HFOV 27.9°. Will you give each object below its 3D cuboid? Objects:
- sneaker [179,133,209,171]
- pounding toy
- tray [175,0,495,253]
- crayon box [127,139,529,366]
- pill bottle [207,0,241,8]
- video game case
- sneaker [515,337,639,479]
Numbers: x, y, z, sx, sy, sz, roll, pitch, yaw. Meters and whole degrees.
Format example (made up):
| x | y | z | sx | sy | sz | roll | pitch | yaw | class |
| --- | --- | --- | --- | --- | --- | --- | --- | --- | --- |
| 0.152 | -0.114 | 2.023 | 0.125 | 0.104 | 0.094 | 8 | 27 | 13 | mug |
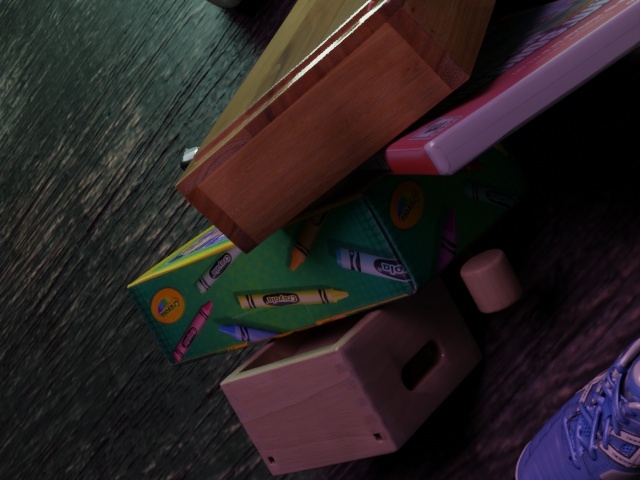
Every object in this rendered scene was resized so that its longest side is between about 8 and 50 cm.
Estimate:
| x | y | z | sx | sy | sz | roll | pitch | yaw | class |
| --- | --- | --- | --- | --- | --- | --- | --- | --- | --- |
| -0.022 | -0.112 | 1.158 | 0.228 | 0.086 | 0.132 | -1 | 65 | 40 | sneaker |
| 0.068 | 0.076 | 0.920 | 0.206 | 0.094 | 0.181 | -21 | 12 | 43 | pounding toy |
| 0.044 | -0.175 | 0.950 | 0.203 | 0.076 | 0.411 | -38 | 17 | 33 | tray |
| 0.000 | 0.000 | 0.985 | 0.278 | 0.081 | 0.165 | -20 | 12 | 45 | crayon box |
| -0.086 | -0.392 | 1.309 | 0.278 | 0.162 | 0.162 | -58 | 38 | 11 | pill bottle |
| 0.109 | -0.107 | 0.865 | 0.204 | 0.025 | 0.285 | -35 | 11 | -11 | video game case |
| 0.191 | 0.095 | 0.775 | 0.211 | 0.081 | 0.080 | -42 | 45 | 31 | sneaker |
